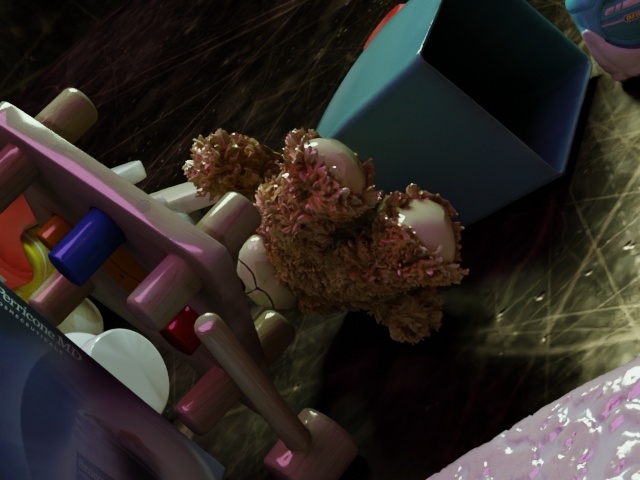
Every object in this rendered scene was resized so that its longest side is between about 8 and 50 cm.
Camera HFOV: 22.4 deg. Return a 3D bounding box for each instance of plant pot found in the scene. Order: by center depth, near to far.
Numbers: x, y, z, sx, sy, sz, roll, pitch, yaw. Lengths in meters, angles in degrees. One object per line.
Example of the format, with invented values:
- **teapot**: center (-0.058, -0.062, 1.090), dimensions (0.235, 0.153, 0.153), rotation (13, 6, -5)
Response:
- **plant pot**: center (0.096, -0.105, 1.463), dimensions (0.234, 0.166, 0.165), rotation (-37, 22, 43)

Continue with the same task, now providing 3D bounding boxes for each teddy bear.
- **teddy bear**: center (0.000, 0.000, 1.340), dimensions (0.338, 0.245, 0.113), rotation (6, 65, 60)

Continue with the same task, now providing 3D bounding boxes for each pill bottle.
- **pill bottle**: center (-0.270, 0.174, 1.663), dimensions (0.246, 0.136, 0.136), rotation (-26, 29, 41)

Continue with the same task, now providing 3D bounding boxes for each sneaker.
- **sneaker**: center (0.305, -0.266, 1.415), dimensions (0.107, 0.110, 0.275), rotation (-13, 38, 55)

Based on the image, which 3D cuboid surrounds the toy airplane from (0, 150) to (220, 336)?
- **toy airplane**: center (-0.327, 0.018, 1.944), dimensions (0.384, 0.272, 0.386), rotation (-15, -7, -31)

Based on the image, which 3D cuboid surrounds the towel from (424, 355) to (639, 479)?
- **towel**: center (0.177, 0.184, 0.940), dimensions (0.332, 0.053, 0.317), rotation (-34, 24, 27)

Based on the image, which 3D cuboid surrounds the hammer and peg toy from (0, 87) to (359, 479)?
- **hammer and peg toy**: center (-0.110, 0.040, 1.309), dimensions (0.361, 0.266, 0.127), rotation (32, 67, 26)

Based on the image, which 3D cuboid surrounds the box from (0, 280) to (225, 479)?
- **box**: center (-0.247, 0.232, 1.300), dimensions (0.183, 0.296, 0.294), rotation (-38, 23, 22)

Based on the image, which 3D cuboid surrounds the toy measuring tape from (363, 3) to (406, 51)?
- **toy measuring tape**: center (0.106, -0.203, 1.687), dimensions (0.121, 0.121, 0.330), rotation (-42, 12, 12)
